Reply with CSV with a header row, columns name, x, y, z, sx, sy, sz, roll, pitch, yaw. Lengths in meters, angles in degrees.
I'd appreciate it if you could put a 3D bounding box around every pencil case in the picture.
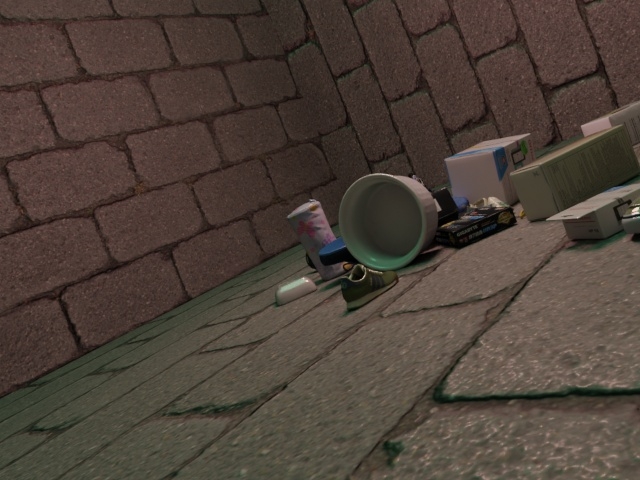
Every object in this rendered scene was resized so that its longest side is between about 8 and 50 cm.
name,x,y,z,sx,sy,sz,roll,pitch,yaw
pencil case,0.000,0.000,1.951,0.124,0.273,0.113,-29,10,13

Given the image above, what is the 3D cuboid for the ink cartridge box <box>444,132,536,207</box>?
name,x,y,z,sx,sy,sz,roll,pitch,yaw
ink cartridge box,0.601,-0.235,2.001,0.197,0.198,0.270,-5,17,46

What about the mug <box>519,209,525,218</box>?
name,x,y,z,sx,sy,sz,roll,pitch,yaw
mug,0.583,-0.093,1.579,0.062,0.078,0.064,13,27,17

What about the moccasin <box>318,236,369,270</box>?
name,x,y,z,sx,sy,sz,roll,pitch,yaw
moccasin,0.148,0.031,1.866,0.342,0.116,0.138,-20,15,-33

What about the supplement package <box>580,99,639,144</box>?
name,x,y,z,sx,sy,sz,roll,pitch,yaw
supplement package,1.121,-0.419,2.142,0.244,0.134,0.139,-25,4,-20

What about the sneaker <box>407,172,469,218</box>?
name,x,y,z,sx,sy,sz,roll,pitch,yaw
sneaker,0.332,-0.142,1.930,0.330,0.147,0.130,4,26,2

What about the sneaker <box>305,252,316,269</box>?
name,x,y,z,sx,sy,sz,roll,pitch,yaw
sneaker,0.064,0.049,2.236,0.271,0.100,0.108,-17,-7,28

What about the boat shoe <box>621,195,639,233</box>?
name,x,y,z,sx,sy,sz,roll,pitch,yaw
boat shoe,0.644,-0.100,1.028,0.302,0.094,0.109,-24,5,-20

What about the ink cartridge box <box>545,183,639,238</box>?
name,x,y,z,sx,sy,sz,roll,pitch,yaw
ink cartridge box,0.547,-0.049,1.124,0.180,0.060,0.104,-24,5,-13

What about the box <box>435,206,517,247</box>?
name,x,y,z,sx,sy,sz,roll,pitch,yaw
box,0.432,-0.041,1.647,0.175,0.051,0.220,-23,4,-2

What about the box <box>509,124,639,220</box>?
name,x,y,z,sx,sy,sz,roll,pitch,yaw
box,0.664,-0.175,1.503,0.311,0.148,0.121,-23,4,-22

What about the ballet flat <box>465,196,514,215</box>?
name,x,y,z,sx,sy,sz,roll,pitch,yaw
ballet flat,0.520,-0.103,1.795,0.070,0.070,0.188,-26,6,-31

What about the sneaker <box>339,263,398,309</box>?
name,x,y,z,sx,sy,sz,roll,pitch,yaw
sneaker,0.117,0.093,1.411,0.064,0.086,0.192,-18,6,46

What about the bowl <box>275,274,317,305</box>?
name,x,y,z,sx,sy,sz,roll,pitch,yaw
bowl,-0.088,0.158,1.891,0.142,0.053,0.142,-25,4,-4

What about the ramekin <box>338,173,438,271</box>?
name,x,y,z,sx,sy,sz,roll,pitch,yaw
ramekin,0.203,-0.059,1.670,0.277,0.277,0.135,-20,-2,36

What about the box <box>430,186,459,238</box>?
name,x,y,z,sx,sy,sz,roll,pitch,yaw
box,0.338,-0.068,1.800,0.156,0.093,0.158,-23,-24,-1
